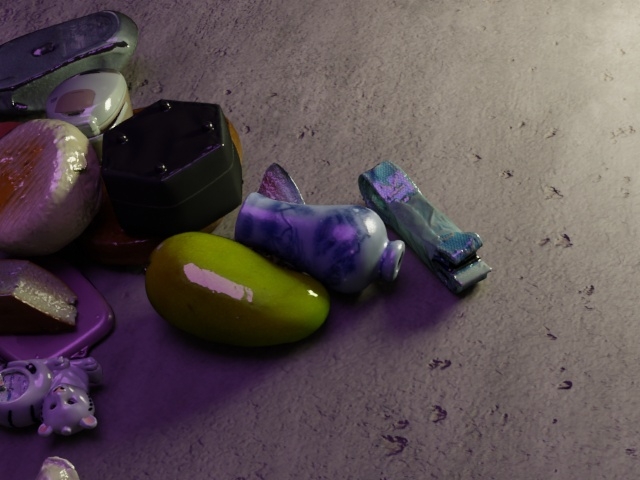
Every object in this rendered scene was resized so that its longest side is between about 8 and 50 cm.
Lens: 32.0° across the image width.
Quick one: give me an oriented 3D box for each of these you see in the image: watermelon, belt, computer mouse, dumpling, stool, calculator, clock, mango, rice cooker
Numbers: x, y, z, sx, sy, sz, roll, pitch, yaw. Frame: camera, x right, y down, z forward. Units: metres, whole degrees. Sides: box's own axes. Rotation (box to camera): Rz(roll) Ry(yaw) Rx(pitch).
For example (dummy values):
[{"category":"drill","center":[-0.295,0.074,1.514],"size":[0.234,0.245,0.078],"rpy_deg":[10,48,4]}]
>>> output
[{"category":"watermelon","center":[-0.064,-0.034,1.833],"size":[0.094,0.081,0.180],"rpy_deg":[2,78,-15]},{"category":"belt","center":[0.161,-0.026,1.784],"size":[0.072,0.087,0.302],"rpy_deg":[-24,45,-20]},{"category":"computer mouse","center":[-0.531,-0.337,2.223],"size":[0.374,0.114,0.203],"rpy_deg":[-18,46,2]},{"category":"dumpling","center":[-0.359,0.340,1.518],"size":[0.057,0.052,0.076],"rpy_deg":[-7,44,11]},{"category":"stool","center":[-0.240,-0.118,1.802],"size":[0.232,0.141,0.232],"rpy_deg":[-9,43,8]},{"category":"calculator","center":[-0.460,0.106,1.792],"size":[0.194,0.043,0.294],"rpy_deg":[-35,50,-25]},{"category":"clock","center":[-0.408,0.236,1.617],"size":[0.176,0.080,0.117],"rpy_deg":[-6,44,2]},{"category":"mango","center":[-0.131,0.080,1.694],"size":[0.293,0.143,0.175],"rpy_deg":[15,40,11]},{"category":"rice cooker","center":[-0.407,-0.221,1.979],"size":[0.145,0.127,0.206],"rpy_deg":[-7,45,11]}]

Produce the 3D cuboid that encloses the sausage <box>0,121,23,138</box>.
[{"category":"sausage","center":[-0.604,-0.123,1.990],"size":[0.148,0.148,0.254],"rpy_deg":[31,55,35]}]

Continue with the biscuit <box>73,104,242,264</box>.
[{"category":"biscuit","center":[-0.310,-0.102,1.966],"size":[0.350,0.070,0.394],"rpy_deg":[-1,44,16]}]

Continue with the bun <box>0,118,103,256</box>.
[{"category":"bun","center":[-0.458,-0.083,1.829],"size":[0.244,0.153,0.244],"rpy_deg":[-9,70,25]}]

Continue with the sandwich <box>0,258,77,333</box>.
[{"category":"sandwich","center":[-0.507,0.088,1.730],"size":[0.258,0.096,0.094],"rpy_deg":[-2,42,1]}]

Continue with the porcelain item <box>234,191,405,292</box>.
[{"category":"porcelain item","center":[0.000,0.000,1.735],"size":[0.259,0.141,0.141],"rpy_deg":[16,48,12]}]
